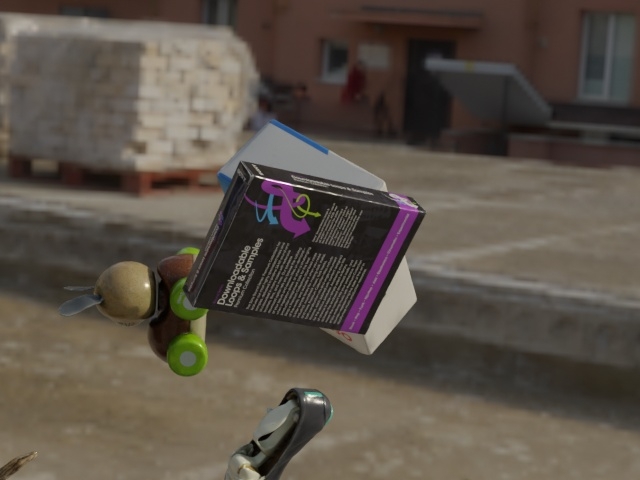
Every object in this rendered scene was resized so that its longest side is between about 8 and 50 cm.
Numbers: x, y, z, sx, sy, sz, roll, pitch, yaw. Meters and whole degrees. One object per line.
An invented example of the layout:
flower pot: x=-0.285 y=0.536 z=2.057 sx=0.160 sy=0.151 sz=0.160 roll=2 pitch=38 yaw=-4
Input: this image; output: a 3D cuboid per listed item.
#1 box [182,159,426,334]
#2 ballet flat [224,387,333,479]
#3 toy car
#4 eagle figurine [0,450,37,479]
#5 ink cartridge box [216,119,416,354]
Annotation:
box: x=-0.012 y=0.007 z=1.199 sx=0.162 sy=0.116 sz=0.029 roll=11 pitch=25 yaw=-35
ballet flat: x=-0.070 y=0.256 z=1.916 sx=0.074 sy=0.203 sz=0.074 roll=38 pitch=10 yaw=-8
toy car: x=-0.237 y=0.086 z=2.024 sx=0.188 sy=0.149 sz=0.155 roll=3 pitch=16 yaw=-6
eagle figurine: x=-0.450 y=0.459 z=2.086 sx=0.225 sy=0.226 sz=0.298 roll=5 pitch=49 yaw=-38
ink cartridge box: x=0.000 y=0.000 z=1.532 sx=0.148 sy=0.086 sz=0.203 roll=30 pitch=-23 yaw=29
